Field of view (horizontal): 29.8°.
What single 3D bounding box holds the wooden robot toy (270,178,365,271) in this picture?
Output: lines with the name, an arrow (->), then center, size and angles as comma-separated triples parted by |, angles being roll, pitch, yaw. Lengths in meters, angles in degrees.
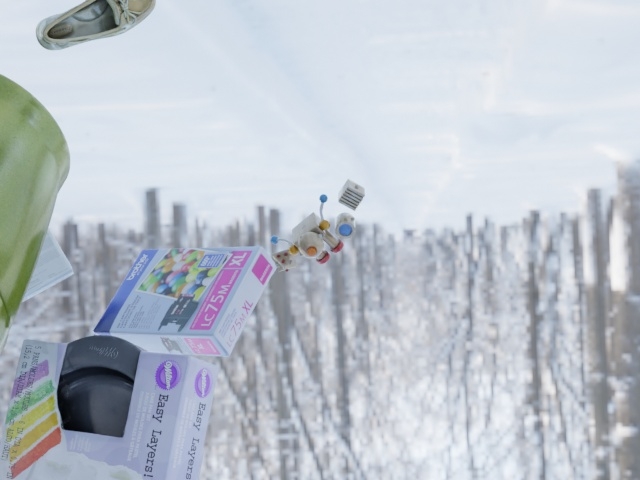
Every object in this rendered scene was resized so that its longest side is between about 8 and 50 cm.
wooden robot toy -> 0.000, 0.000, 1.624 | 0.173, 0.076, 0.079 | -40, -160, 17

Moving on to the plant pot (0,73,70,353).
plant pot -> -0.501, -0.032, 1.525 | 0.366, 0.366, 0.353 | -2, -136, 27

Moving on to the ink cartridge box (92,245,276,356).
ink cartridge box -> -0.240, 0.096, 1.947 | 0.311, 0.186, 0.065 | -3, 135, 37

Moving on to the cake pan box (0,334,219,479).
cake pan box -> -0.251, 0.243, 1.358 | 0.245, 0.267, 0.070 | 4, 165, 27

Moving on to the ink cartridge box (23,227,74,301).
ink cartridge box -> -0.524, 0.013, 2.032 | 0.145, 0.179, 0.045 | -29, 171, -13

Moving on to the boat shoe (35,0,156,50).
boat shoe -> -0.264, -0.267, 1.434 | 0.153, 0.056, 0.048 | -22, -166, -19
